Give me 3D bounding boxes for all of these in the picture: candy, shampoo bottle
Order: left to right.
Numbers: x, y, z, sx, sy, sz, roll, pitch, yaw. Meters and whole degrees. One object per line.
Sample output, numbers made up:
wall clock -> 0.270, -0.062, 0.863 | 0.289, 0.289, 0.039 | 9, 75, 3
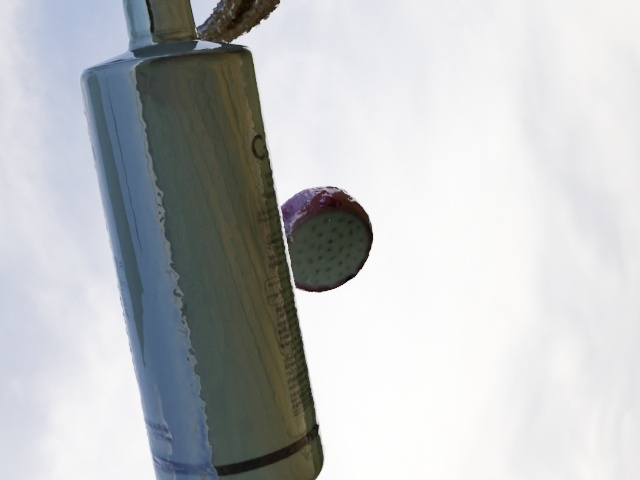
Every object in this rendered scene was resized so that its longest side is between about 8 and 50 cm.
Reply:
shampoo bottle -> -0.058, -0.006, 0.409 | 0.085, 0.085, 0.263 | -23, -73, -54
candy -> 0.000, 0.000, 0.797 | 0.103, 0.043, 0.103 | -13, -56, -19

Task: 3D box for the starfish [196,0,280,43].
starfish -> -0.026, -0.217, 0.467 | 0.043, 0.227, 0.241 | -106, 39, -84
